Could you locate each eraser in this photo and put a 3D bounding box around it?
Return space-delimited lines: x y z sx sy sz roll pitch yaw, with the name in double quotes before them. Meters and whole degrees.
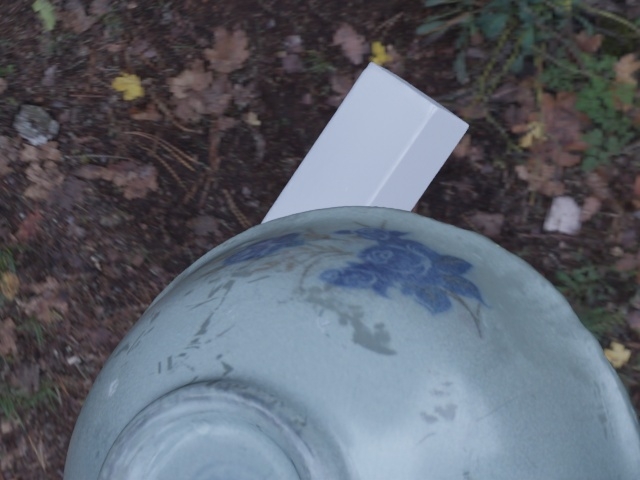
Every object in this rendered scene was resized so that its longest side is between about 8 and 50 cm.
"eraser" 0.000 0.000 1.018 0.298 0.076 0.078 -55 152 10

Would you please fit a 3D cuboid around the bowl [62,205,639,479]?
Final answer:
"bowl" -0.018 0.124 0.554 0.146 0.313 0.313 22 89 -64
